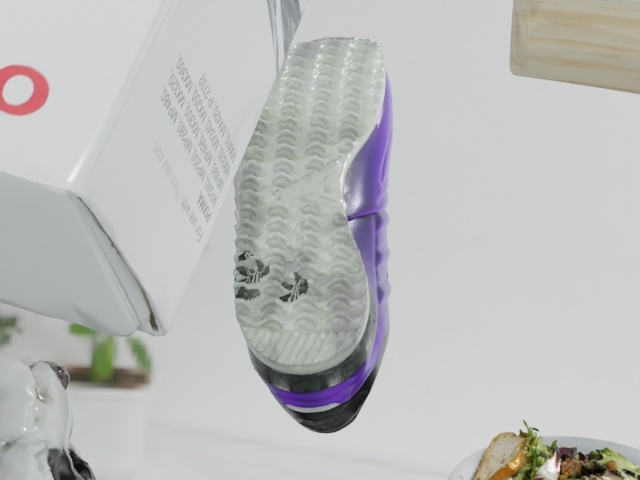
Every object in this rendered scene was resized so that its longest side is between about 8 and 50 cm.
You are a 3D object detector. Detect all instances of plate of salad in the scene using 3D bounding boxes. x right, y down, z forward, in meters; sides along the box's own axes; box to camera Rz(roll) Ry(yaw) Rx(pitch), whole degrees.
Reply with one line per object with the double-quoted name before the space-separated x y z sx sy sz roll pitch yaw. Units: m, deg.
"plate of salad" 0.195 0.187 1.458 0.200 0.048 0.200 2 21 -1

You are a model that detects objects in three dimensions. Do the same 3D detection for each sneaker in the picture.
"sneaker" -0.001 0.000 1.286 0.102 0.146 0.293 -3 51 11

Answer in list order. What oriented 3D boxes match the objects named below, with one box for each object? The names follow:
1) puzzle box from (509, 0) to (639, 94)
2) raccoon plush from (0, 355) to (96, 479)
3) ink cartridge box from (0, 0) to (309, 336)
"puzzle box" 0.338 -0.106 1.020 0.409 0.052 0.272 13 22 28
"raccoon plush" -0.292 0.223 0.989 0.446 0.299 0.216 -42 57 -8
"ink cartridge box" -0.089 -0.112 0.571 0.172 0.237 0.100 16 -21 16
